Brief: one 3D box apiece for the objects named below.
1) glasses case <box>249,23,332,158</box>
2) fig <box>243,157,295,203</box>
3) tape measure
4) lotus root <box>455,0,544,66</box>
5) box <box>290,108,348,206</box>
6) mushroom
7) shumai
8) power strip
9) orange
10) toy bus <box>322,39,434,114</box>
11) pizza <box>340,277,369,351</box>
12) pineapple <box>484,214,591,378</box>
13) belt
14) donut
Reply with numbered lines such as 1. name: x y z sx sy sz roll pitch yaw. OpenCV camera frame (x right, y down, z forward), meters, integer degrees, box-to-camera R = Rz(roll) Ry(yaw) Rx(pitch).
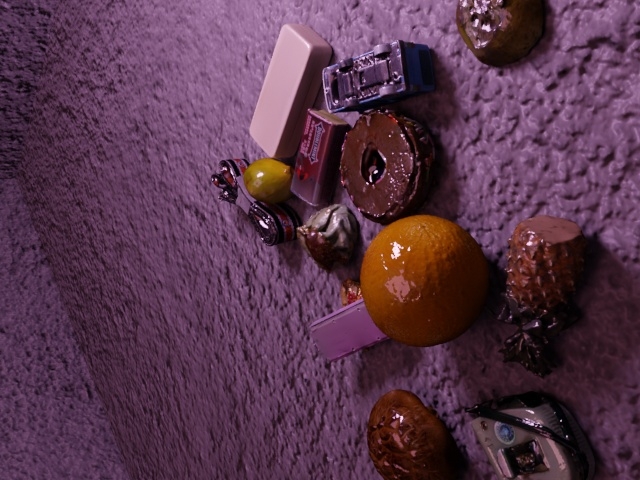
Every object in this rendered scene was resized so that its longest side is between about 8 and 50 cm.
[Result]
1. glasses case: -0.083 -0.385 1.953 0.144 0.076 0.336 50 132 33
2. fig: -0.134 -0.159 2.015 0.153 0.136 0.120 9 128 10
3. tape measure: 0.405 0.389 1.447 0.207 0.115 0.235 -50 58 46
4. lotus root: 0.325 -0.434 1.430 0.183 0.078 0.203 -50 57 43
5. box: -0.004 -0.210 1.894 0.120 0.069 0.224 39 124 41
6. mushroom: 0.201 0.463 1.695 0.253 0.153 0.253 32 131 47
7. shumai: -0.004 0.000 1.872 0.184 0.142 0.184 9 102 48
8. power strip: 0.081 0.211 1.796 0.279 0.037 0.109 -31 94 44
9. orange: 0.210 0.085 1.519 0.274 0.274 0.274 12 106 50
10. toy bus: 0.126 -0.354 1.649 0.234 0.134 0.116 -7 92 47
11. pizza: 0.117 0.173 1.815 0.199 0.062 0.188 -23 80 50
12. pineapple: 0.396 0.111 1.393 0.170 0.141 0.310 13 116 21
13. belt: -0.186 -0.110 2.120 0.359 0.094 0.126 43 127 38
14. donut: 0.151 -0.166 1.678 0.270 0.103 0.269 8 100 51
